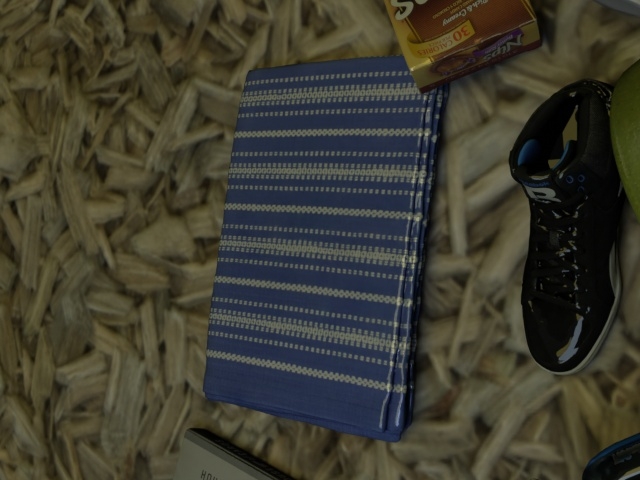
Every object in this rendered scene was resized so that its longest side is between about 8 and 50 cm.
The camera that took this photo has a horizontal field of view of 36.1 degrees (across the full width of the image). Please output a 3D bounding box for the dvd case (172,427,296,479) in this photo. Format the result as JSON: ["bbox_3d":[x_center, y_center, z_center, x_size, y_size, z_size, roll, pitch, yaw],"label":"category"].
[{"bbox_3d":[-0.092,0.321,0.928,0.179,0.029,0.239,19,95,38],"label":"dvd case"}]

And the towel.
[{"bbox_3d":[0.000,0.000,0.905,0.243,0.040,0.336,3,84,40],"label":"towel"}]

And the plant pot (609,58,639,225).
[{"bbox_3d":[0.349,-0.088,0.473,0.353,0.366,0.367,-39,62,41],"label":"plant pot"}]

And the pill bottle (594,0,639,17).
[{"bbox_3d":[0.247,-0.247,0.709,0.087,0.087,0.160,29,102,37],"label":"pill bottle"}]

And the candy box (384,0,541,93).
[{"bbox_3d":[0.101,-0.229,0.822,0.109,0.053,0.187,-21,71,11],"label":"candy box"}]

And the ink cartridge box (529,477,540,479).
[{"bbox_3d":[0.232,0.285,0.544,0.065,0.165,0.333,-46,50,10],"label":"ink cartridge box"}]

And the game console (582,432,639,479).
[{"bbox_3d":[0.302,0.177,0.446,0.250,0.293,0.173,-29,44,20],"label":"game console"}]

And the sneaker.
[{"bbox_3d":[0.169,-0.011,0.714,0.079,0.121,0.217,13,92,39],"label":"sneaker"}]
